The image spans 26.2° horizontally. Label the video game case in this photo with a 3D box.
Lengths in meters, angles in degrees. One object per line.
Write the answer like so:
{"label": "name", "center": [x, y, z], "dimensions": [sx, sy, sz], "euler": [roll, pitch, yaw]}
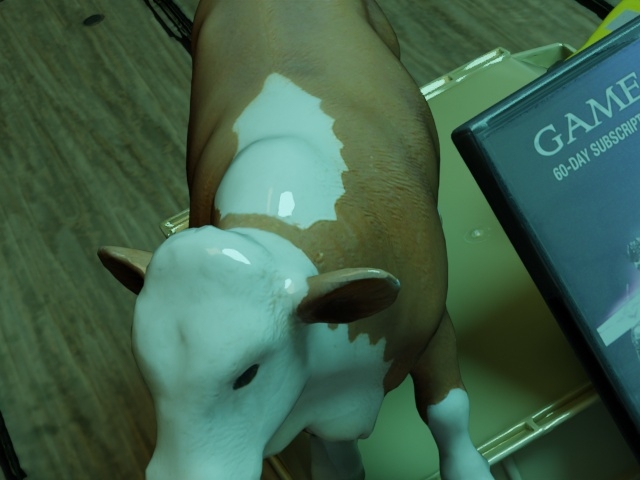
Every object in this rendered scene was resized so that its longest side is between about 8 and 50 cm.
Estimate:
{"label": "video game case", "center": [0.200, 0.026, 0.554], "dimensions": [0.196, 0.274, 0.026], "euler": [-32, 4, -15]}

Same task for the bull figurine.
{"label": "bull figurine", "center": [0.000, 0.000, 0.518], "dimensions": [0.101, 0.188, 0.310], "euler": [-13, 38, 11]}

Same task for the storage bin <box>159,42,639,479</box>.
{"label": "storage bin", "center": [0.089, 0.039, 0.689], "dimensions": [0.260, 0.123, 0.262], "euler": [-28, 37, -11]}

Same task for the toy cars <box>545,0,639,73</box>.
{"label": "toy cars", "center": [0.281, -0.089, 0.668], "dimensions": [0.393, 0.087, 0.176], "euler": [0, 29, -13]}
